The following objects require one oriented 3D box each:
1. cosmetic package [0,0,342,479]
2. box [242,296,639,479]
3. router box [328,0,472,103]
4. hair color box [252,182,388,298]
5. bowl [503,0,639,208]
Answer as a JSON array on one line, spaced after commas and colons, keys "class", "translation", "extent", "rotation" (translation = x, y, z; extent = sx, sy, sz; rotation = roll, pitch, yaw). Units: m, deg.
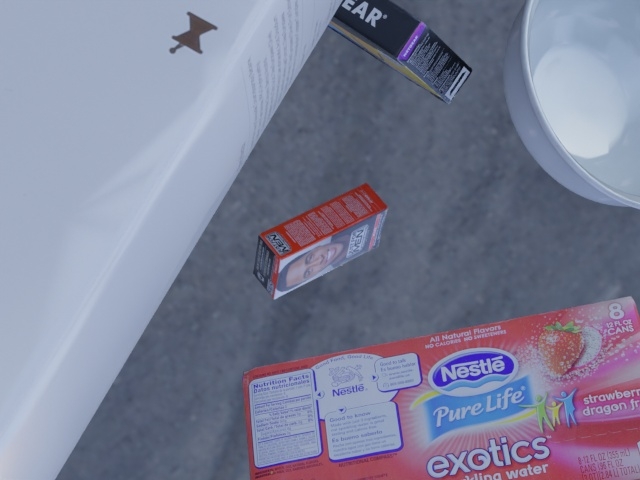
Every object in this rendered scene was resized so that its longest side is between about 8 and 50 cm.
[{"class": "cosmetic package", "translation": [-0.141, -0.052, 0.640], "extent": [0.366, 0.197, 0.155], "rotation": [-61, 175, -15]}, {"class": "box", "translation": [0.104, 0.164, 1.090], "extent": [0.299, 0.154, 0.142], "rotation": [-12, 143, 5]}, {"class": "router box", "translation": [0.046, -0.209, 1.401], "extent": [0.046, 0.179, 0.133], "rotation": [-55, 150, 3]}, {"class": "hair color box", "translation": [0.000, 0.000, 1.544], "extent": [0.141, 0.043, 0.072], "rotation": [-26, 150, -25]}, {"class": "bowl", "translation": [0.298, -0.158, 1.528], "extent": [0.297, 0.298, 0.134], "rotation": [-27, -179, -31]}]
